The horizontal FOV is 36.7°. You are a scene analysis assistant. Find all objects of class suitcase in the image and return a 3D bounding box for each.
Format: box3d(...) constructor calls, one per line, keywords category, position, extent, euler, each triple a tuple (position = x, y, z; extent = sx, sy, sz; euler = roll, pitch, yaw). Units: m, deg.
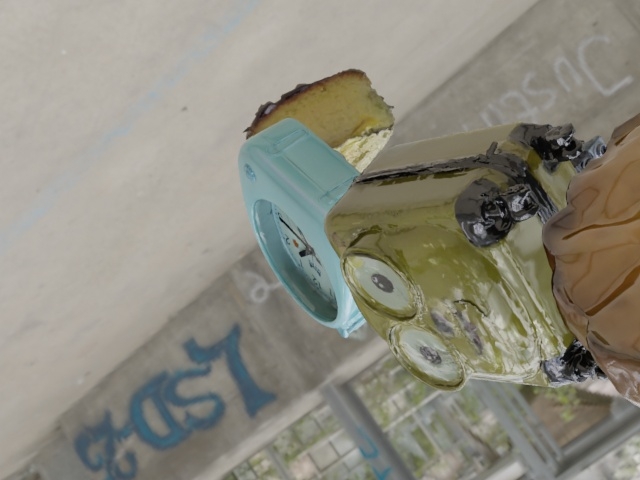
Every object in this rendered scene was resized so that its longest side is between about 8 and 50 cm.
box3d(category="suitcase", position=(0.123, 0.020, 0.773), extent=(0.234, 0.194, 0.143), euler=(-5, -143, 52))

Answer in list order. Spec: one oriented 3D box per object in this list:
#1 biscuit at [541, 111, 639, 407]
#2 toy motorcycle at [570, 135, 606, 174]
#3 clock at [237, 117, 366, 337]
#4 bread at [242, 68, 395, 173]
box3d(category="biscuit", position=(0.284, -0.009, 0.512), extent=(0.325, 0.107, 0.326), euler=(-22, -150, 14))
box3d(category="toy motorcycle", position=(0.295, -0.046, 1.271), extent=(0.270, 0.106, 0.159), euler=(-47, -157, -23))
box3d(category="clock", position=(0.000, 0.000, 1.193), extent=(0.094, 0.223, 0.274), euler=(-33, 146, -19))
box3d(category="bread", position=(-0.007, -0.144, 1.308), extent=(0.160, 0.140, 0.169), euler=(-13, 155, -38))
